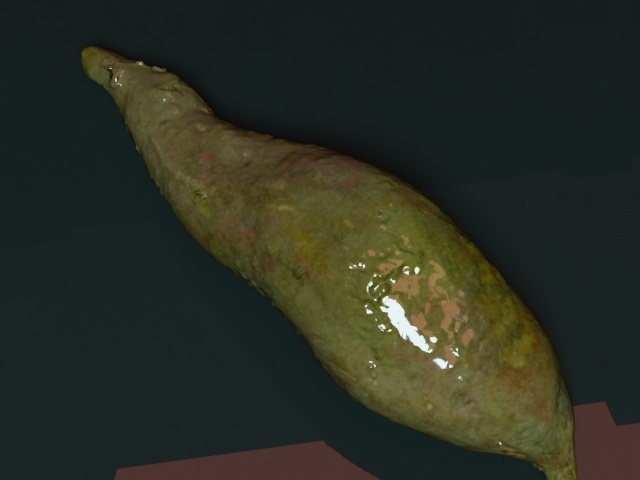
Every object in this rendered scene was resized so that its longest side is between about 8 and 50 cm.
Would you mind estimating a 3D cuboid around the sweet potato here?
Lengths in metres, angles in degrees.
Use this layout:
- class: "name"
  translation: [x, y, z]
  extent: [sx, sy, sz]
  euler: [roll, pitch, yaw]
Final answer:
- class: "sweet potato"
  translation: [0.001, -0.002, 0.552]
  extent: [0.226, 0.068, 0.068]
  euler: [40, 70, 14]
